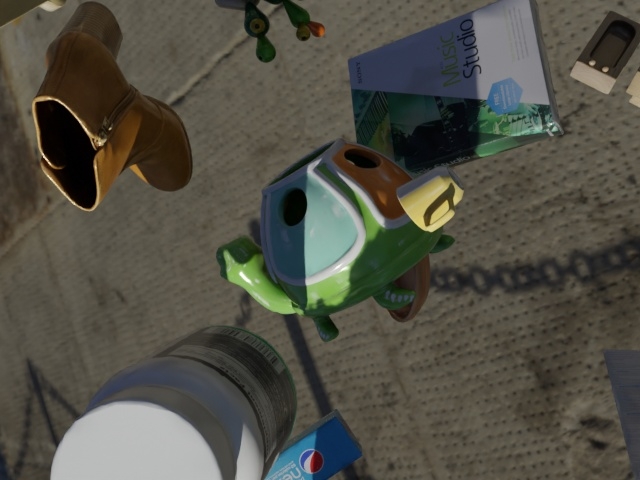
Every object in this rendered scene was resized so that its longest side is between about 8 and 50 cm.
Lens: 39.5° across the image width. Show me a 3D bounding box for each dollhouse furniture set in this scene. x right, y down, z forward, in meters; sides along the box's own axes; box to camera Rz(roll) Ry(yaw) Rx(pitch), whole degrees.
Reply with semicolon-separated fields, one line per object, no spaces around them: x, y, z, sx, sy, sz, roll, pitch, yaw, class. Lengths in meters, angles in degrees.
0.396;-0.234;1.006;0.151;0.144;0.123;31;145;12;dollhouse furniture set

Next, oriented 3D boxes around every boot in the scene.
-0.239;-0.103;1.021;0.104;0.211;0.295;-8;136;13;boot

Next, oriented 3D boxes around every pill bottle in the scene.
-0.151;0.220;1.011;0.204;0.361;0.204;0;93;8;pill bottle

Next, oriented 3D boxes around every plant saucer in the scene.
0.134;0.034;1.470;0.200;0.037;0.200;174;90;-74;plant saucer

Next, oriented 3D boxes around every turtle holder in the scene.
0.015;-0.012;1.310;0.227;0.243;0.320;55;150;-12;turtle holder

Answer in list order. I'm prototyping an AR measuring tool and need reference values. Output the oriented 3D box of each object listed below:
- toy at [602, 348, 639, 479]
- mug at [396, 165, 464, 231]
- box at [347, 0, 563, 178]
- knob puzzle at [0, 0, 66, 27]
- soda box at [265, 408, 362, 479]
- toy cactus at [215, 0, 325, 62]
0.496;0.262;1.291;0.237;0.137;0.056;-85;-4;-51;toy
0.136;-0.048;1.039;0.064;0.062;0.078;-36;66;20;mug
0.201;-0.231;1.406;0.322;0.058;0.232;-17;67;28;box
-0.236;-0.235;0.590;0.030;0.213;0.213;-19;86;29;knob puzzle
-0.043;0.339;1.310;0.071;0.210;0.067;55;-179;2;soda box
-0.075;-0.364;1.300;0.180;0.112;0.219;8;94;40;toy cactus
